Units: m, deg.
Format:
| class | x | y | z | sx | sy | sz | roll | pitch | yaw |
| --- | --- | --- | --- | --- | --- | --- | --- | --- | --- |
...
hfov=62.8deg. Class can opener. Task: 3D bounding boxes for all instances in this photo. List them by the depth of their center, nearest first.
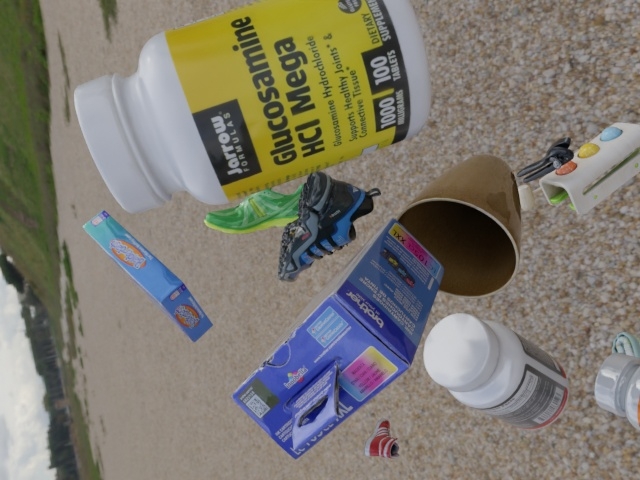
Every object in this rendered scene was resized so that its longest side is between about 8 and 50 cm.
| class | x | y | z | sx | sy | sz | roll | pitch | yaw |
| --- | --- | --- | --- | --- | --- | --- | --- | --- | --- |
| can opener | 0.595 | -0.199 | 1.388 | 0.059 | 0.073 | 0.186 | 43 | 151 | 2 |

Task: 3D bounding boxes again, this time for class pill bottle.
| class | x | y | z | sx | sy | sz | roll | pitch | yaw |
| --- | --- | --- | --- | --- | --- | --- | --- | --- | --- |
| pill bottle | -0.069 | -0.150 | 0.565 | 0.188 | 0.334 | 0.188 | 159 | 90 | -85 |
| pill bottle | 0.555 | 0.254 | 0.804 | 0.221 | 0.121 | 0.121 | 14 | 112 | 56 |
| pill bottle | 0.425 | 0.315 | 1.269 | 0.210 | 0.363 | 0.210 | -31 | 43 | 34 |

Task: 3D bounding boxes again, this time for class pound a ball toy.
| class | x | y | z | sx | sy | sz | roll | pitch | yaw |
| --- | --- | --- | --- | --- | --- | --- | --- | --- | --- |
| pound a ball toy | 0.726 | -0.206 | 1.483 | 0.136 | 0.319 | 0.208 | 55 | 177 | -23 |

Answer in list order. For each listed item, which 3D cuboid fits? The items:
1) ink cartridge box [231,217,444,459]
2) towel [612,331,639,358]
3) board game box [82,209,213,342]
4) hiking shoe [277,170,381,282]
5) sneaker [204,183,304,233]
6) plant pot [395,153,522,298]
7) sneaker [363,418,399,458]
| class | x | y | z | sx | sy | sz | roll | pitch | yaw |
| --- | --- | --- | --- | --- | --- | --- | --- | --- | --- |
| ink cartridge box | 0.034 | 0.155 | 0.841 | 0.151 | 0.395 | 0.270 | 43 | 119 | 4 |
| towel | 0.987 | 0.447 | 1.442 | 0.320 | 0.374 | 0.090 | 29 | 126 | 2 |
| board game box | -0.280 | 0.061 | 0.860 | 0.210 | 0.047 | 0.160 | 36 | 159 | 26 |
| hiking shoe | 0.000 | 0.000 | 1.022 | 0.304 | 0.132 | 0.113 | 121 | 158 | -51 |
| sneaker | -0.161 | -0.090 | 1.388 | 0.109 | 0.295 | 0.123 | -129 | 29 | -76 |
| plant pot | 0.299 | -0.058 | 1.044 | 0.237 | 0.254 | 0.237 | 20 | 139 | 19 |
| sneaker | 0.140 | 0.410 | 1.084 | 0.067 | 0.118 | 0.042 | -2 | 102 | 27 |
